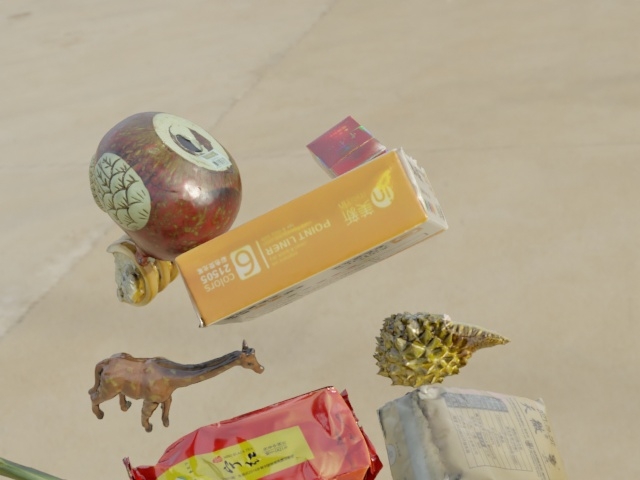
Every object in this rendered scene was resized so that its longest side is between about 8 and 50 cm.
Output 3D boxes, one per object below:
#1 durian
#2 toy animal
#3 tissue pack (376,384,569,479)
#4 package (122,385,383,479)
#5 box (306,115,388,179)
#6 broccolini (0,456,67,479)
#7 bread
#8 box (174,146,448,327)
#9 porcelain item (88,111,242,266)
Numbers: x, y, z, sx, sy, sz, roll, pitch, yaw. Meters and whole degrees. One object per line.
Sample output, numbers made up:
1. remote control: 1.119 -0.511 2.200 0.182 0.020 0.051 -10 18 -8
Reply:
1. durian: 0.174 0.149 1.574 0.224 0.078 0.140 -12 37 25
2. toy animal: -0.208 0.201 1.470 0.224 0.229 0.066 19 40 -6
3. tissue pack: 0.192 0.291 1.163 0.215 0.123 0.256 13 51 -31
4. package: -0.113 0.402 1.809 0.424 0.123 0.196 -16 51 -20
5. box: 0.054 -0.165 1.990 0.112 0.048 0.175 -35 35 -4
6. broccolini: -0.614 0.349 1.717 0.392 0.078 0.074 20 45 3
7. bread: -0.285 0.031 1.732 0.084 0.119 0.177 0 28 29
8. box: 0.000 0.000 1.159 0.274 0.091 0.221 -26 -6 12
9. porcelain item: -0.249 -0.064 1.603 0.253 0.253 0.253 -7 25 3
